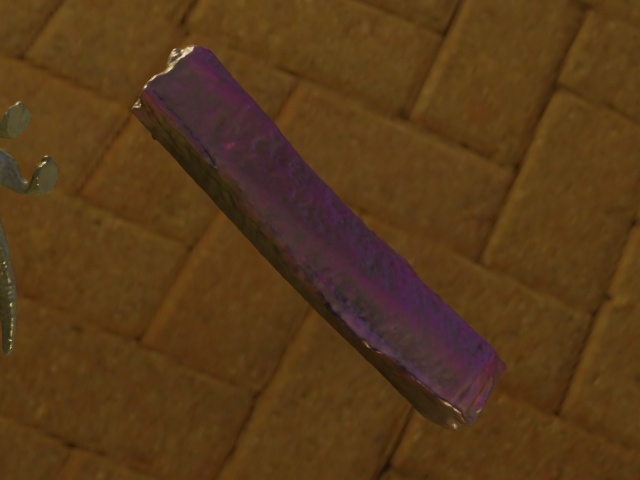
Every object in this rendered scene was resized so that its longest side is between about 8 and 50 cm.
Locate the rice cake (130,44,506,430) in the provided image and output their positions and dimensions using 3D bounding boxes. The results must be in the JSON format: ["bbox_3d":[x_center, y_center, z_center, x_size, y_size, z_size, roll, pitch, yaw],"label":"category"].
[{"bbox_3d":[0.000,0.000,0.758,0.047,0.036,0.206,-44,93,-18],"label":"rice cake"}]

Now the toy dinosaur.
[{"bbox_3d":[-0.192,-0.043,0.911,0.106,0.187,0.044,19,25,25],"label":"toy dinosaur"}]
